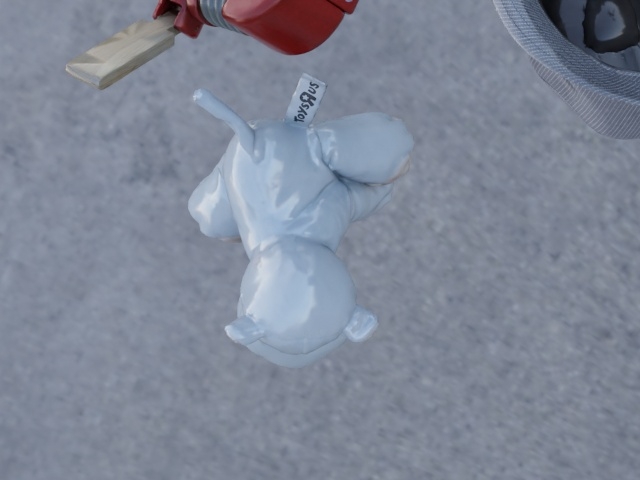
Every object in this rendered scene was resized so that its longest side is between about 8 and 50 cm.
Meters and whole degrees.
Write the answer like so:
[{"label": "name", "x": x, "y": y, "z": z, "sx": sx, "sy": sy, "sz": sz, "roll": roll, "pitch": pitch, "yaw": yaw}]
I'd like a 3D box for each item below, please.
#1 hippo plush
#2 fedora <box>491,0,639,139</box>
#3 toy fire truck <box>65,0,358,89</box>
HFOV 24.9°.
[{"label": "hippo plush", "x": 0.000, "y": 0.000, "z": 1.459, "sx": 0.234, "sy": 0.294, "sz": 0.236, "roll": -9, "pitch": 70, "yaw": -11}, {"label": "fedora", "x": 0.237, "y": -0.178, "z": 1.134, "sx": 0.243, "sy": 0.124, "sz": 0.275, "roll": -7, "pitch": 60, "yaw": -11}, {"label": "toy fire truck", "x": -0.095, "y": -0.221, "z": 1.324, "sx": 0.217, "sy": 0.158, "sz": 0.246, "roll": 27, "pitch": 91, "yaw": 44}]
